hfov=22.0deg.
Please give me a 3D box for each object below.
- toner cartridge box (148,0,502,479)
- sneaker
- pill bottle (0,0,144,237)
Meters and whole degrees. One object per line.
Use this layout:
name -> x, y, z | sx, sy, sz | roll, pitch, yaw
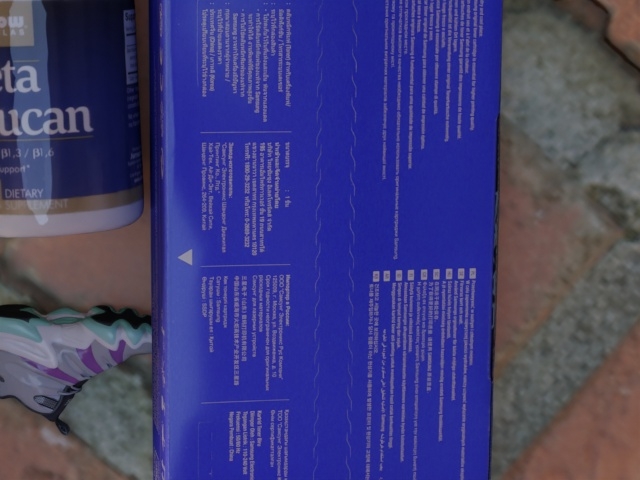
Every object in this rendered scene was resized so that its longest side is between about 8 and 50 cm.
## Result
toner cartridge box -> 0.000, 0.000, 0.812 | 0.165, 0.075, 0.348 | -1, 100, -12
sneaker -> -0.127, 0.070, 0.864 | 0.098, 0.038, 0.069 | 4, 105, 5
pill bottle -> -0.136, -0.091, 0.803 | 0.094, 0.094, 0.169 | -2, 100, 1
